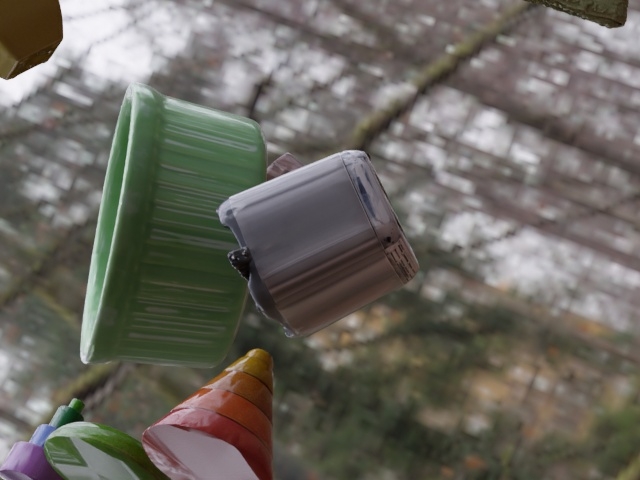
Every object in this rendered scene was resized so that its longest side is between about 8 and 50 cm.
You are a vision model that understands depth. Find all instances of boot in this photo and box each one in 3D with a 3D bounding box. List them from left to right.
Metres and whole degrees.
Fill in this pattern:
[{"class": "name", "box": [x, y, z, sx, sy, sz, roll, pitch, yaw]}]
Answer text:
[{"class": "boot", "box": [-0.007, -0.091, 2.282, 0.106, 0.114, 0.037, -47, -38, -18]}]

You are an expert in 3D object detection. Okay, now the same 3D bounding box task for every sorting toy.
[{"class": "sorting toy", "box": [-0.155, 0.166, 1.638, 0.127, 0.365, 0.126, 44, -125, -26]}]

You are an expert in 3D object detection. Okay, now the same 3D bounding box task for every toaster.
[{"class": "toaster", "box": [0.000, 0.000, 1.662, 0.146, 0.129, 0.227, -26, -17, 4]}]

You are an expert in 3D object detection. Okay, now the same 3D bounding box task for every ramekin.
[{"class": "ramekin", "box": [-0.156, -0.007, 1.916, 0.303, 0.148, 0.303, -170, 90, -80]}]

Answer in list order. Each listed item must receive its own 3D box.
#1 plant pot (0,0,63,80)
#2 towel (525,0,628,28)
[{"class": "plant pot", "box": [-0.267, -0.187, 1.543, 0.081, 0.083, 0.081, -32, -2, -31]}, {"class": "towel", "box": [0.265, -0.292, 1.929, 0.027, 0.148, 0.110, 124, 162, -69]}]
